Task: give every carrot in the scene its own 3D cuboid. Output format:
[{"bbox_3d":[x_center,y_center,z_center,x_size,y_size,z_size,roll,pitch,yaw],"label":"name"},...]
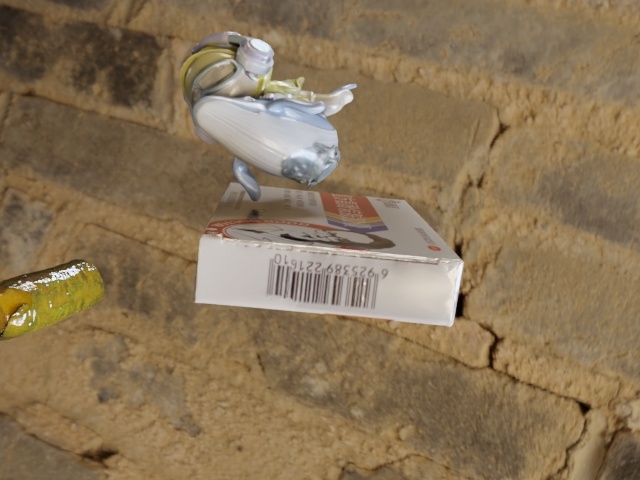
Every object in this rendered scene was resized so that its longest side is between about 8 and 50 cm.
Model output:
[{"bbox_3d":[-0.375,0.078,1.126,0.082,0.173,0.082,6,-76,26],"label":"carrot"}]

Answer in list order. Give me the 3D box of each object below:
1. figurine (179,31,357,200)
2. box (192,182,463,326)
[{"bbox_3d":[-0.051,-0.129,0.848,0.184,0.208,0.128,49,-61,18],"label":"figurine"},{"bbox_3d":[0.000,0.000,0.838,0.214,0.353,0.069,6,-78,-4],"label":"box"}]
